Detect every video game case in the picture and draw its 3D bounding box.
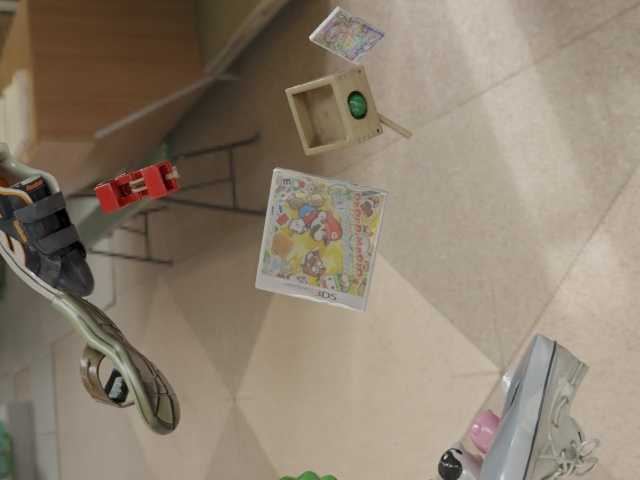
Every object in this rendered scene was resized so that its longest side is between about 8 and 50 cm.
[{"bbox_3d":[0.000,0.000,1.726,0.026,0.206,0.227,-49,-29,-72],"label":"video game case"},{"bbox_3d":[0.052,-0.386,1.843,0.087,0.122,0.011,-42,44,32],"label":"video game case"}]

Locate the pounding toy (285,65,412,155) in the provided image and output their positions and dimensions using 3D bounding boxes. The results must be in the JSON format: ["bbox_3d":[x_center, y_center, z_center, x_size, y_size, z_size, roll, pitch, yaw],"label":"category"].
[{"bbox_3d":[0.044,-0.197,1.508,0.141,0.100,0.130,-7,105,46],"label":"pounding toy"}]

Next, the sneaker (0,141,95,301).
[{"bbox_3d":[-0.498,-0.030,1.693,0.321,0.126,0.127,46,117,-2],"label":"sneaker"}]

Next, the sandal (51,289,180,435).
[{"bbox_3d":[-0.301,0.184,1.391,0.086,0.120,0.303,-47,53,-6],"label":"sandal"}]

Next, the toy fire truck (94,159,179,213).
[{"bbox_3d":[-0.263,-0.086,1.465,0.192,0.135,0.047,-53,-56,-75],"label":"toy fire truck"}]

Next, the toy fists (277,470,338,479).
[{"bbox_3d":[-0.074,0.402,1.256,0.279,0.096,0.142,-34,77,20],"label":"toy fists"}]

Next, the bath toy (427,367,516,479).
[{"bbox_3d":[0.328,0.401,1.822,0.348,0.151,0.129,-58,-1,15],"label":"bath toy"}]

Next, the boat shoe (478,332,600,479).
[{"bbox_3d":[0.342,0.296,1.435,0.367,0.156,0.135,-56,-10,-53],"label":"boat shoe"}]
